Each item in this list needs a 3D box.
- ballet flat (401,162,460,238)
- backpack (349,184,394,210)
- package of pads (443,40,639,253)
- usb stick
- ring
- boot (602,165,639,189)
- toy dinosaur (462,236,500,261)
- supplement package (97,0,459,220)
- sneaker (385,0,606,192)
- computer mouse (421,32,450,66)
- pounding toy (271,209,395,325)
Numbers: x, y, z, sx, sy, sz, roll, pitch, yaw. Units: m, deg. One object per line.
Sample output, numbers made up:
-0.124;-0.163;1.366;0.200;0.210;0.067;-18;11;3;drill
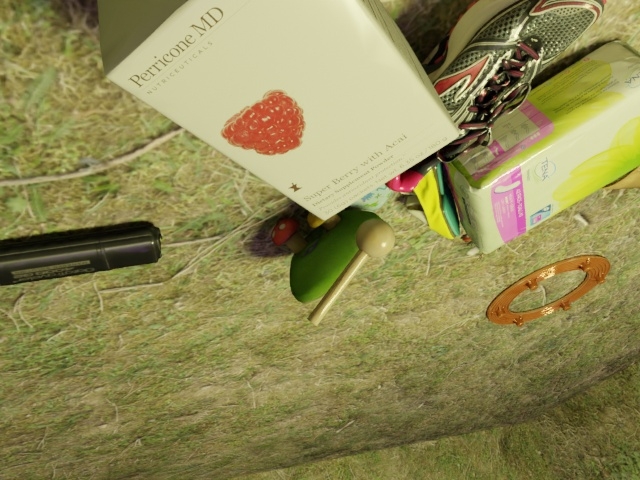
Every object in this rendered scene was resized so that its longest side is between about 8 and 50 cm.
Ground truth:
0.168;-0.074;0.891;0.077;0.077;0.231;-6;150;20;ballet flat
0.054;-0.098;0.769;0.114;0.084;0.105;8;136;-31;backpack
0.336;-0.128;0.833;0.297;0.101;0.229;-32;147;4;package of pads
-0.360;0.024;0.775;0.278;0.045;0.077;-9;154;-16;usb stick
0.602;0.144;1.479;0.337;0.032;0.336;-14;147;-9;ring
0.653;-0.159;0.990;0.270;0.089;0.236;3;142;-29;boot
0.321;-0.004;1.117;0.082;0.047;0.090;29;92;-40;toy dinosaur
-0.030;-0.176;0.518;0.177;0.175;0.293;-32;146;21;supplement package
0.176;-0.164;0.623;0.121;0.112;0.299;18;139;-37;sneaker
0.150;-0.201;0.705;0.106;0.042;0.193;10;143;-28;computer mouse
0.000;0.000;0.838;0.183;0.237;0.110;-44;103;1;pounding toy
